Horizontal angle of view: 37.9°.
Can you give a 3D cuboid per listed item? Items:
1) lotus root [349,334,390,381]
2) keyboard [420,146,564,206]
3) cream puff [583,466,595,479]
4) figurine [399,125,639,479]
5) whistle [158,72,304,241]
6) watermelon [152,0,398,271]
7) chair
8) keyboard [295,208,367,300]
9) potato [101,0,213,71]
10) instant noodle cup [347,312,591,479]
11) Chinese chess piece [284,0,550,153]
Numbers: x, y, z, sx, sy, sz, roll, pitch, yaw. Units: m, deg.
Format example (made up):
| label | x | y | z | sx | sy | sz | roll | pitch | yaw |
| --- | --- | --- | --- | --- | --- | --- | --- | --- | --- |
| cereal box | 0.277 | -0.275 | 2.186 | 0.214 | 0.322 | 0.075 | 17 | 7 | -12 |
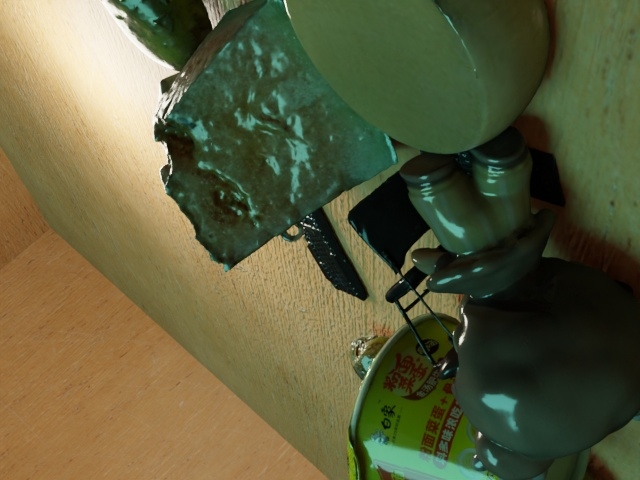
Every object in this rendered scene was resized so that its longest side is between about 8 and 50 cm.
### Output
| label | x | y | z | sx | sy | sz | roll | pitch | yaw |
| --- | --- | --- | --- | --- | --- | --- | --- | --- | --- |
| lotus root | 0.131 | 0.248 | 1.677 | 0.192 | 0.088 | 0.113 | 51 | 154 | -12 |
| keyboard | 0.178 | -0.088 | 1.021 | 0.196 | 0.015 | 0.074 | 24 | 154 | 41 |
| cream puff | 0.352 | 0.386 | 1.429 | 0.189 | 0.129 | 0.189 | 33 | 149 | 23 |
| figurine | 0.217 | 0.068 | 0.974 | 0.380 | 0.248 | 0.203 | 63 | 170 | -16 |
| whistle | -0.131 | -0.136 | 1.359 | 0.348 | 0.189 | 0.189 | 52 | 164 | 21 |
| watermelon | -0.074 | -0.150 | 1.176 | 0.264 | 0.302 | 0.151 | 51 | -162 | -14 |
| chair | 0.136 | 0.028 | 1.162 | 0.221 | 0.140 | 0.145 | 49 | 165 | 4 |
| keyboard | 0.000 | 0.000 | 1.566 | 0.106 | 0.016 | 0.262 | 23 | 150 | 49 |
| potato | -0.231 | -0.333 | 1.257 | 0.251 | 0.113 | 0.149 | 46 | 155 | -26 |
| instant noodle cup | 0.213 | 0.267 | 1.265 | 0.221 | 0.311 | 0.311 | 12 | 142 | 42 |
| Chinese chess piece | 0.084 | -0.204 | 0.864 | 0.273 | 0.102 | 0.273 | 38 | 159 | 17 |
